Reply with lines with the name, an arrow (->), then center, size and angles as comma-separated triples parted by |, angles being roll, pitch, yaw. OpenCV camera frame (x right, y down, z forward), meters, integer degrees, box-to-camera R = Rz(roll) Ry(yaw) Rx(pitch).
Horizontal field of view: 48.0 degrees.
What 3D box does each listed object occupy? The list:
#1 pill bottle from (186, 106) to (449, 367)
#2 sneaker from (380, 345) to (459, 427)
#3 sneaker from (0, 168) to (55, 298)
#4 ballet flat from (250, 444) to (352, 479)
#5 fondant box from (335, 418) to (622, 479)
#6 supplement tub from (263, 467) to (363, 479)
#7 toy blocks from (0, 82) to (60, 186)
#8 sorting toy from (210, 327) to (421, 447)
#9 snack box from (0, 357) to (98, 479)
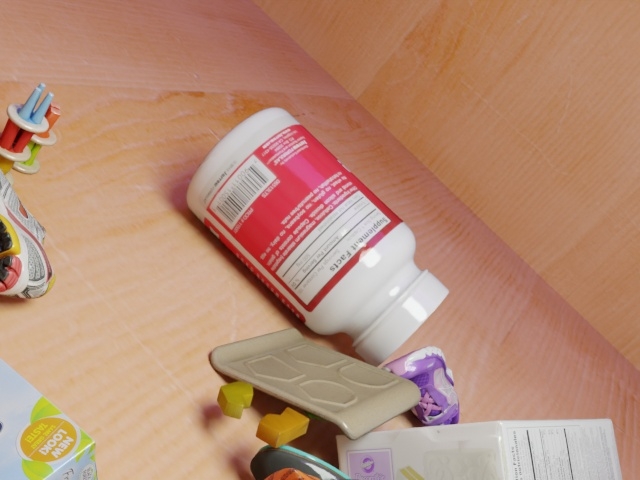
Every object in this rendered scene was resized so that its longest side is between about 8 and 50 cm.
pill bottle -> 0.000, 0.000, 1.151 | 0.408, 0.229, 0.229 | 45, 23, 7
sneaker -> 0.168, 0.239, 1.118 | 0.236, 0.095, 0.104 | 45, 25, -58
sneaker -> -0.371, -0.016, 0.815 | 0.225, 0.088, 0.093 | 56, 7, 31
ballet flat -> 0.037, 0.330, 0.803 | 0.280, 0.095, 0.096 | 34, 36, -16
fondant box -> 0.217, 0.291, 0.949 | 0.330, 0.238, 0.096 | 16, 65, -46
supplement tub -> 0.075, 0.358, 0.659 | 0.338, 0.207, 0.207 | 33, 24, -17
toy blocks -> -0.374, -0.146, 0.931 | 0.054, 0.148, 0.123 | 38, 24, -8
sorting toy -> -0.029, 0.193, 0.930 | 0.229, 0.041, 0.307 | 22, 13, 29
snack box -> -0.285, 0.164, 0.474 | 0.175, 0.070, 0.207 | 32, 43, 23
